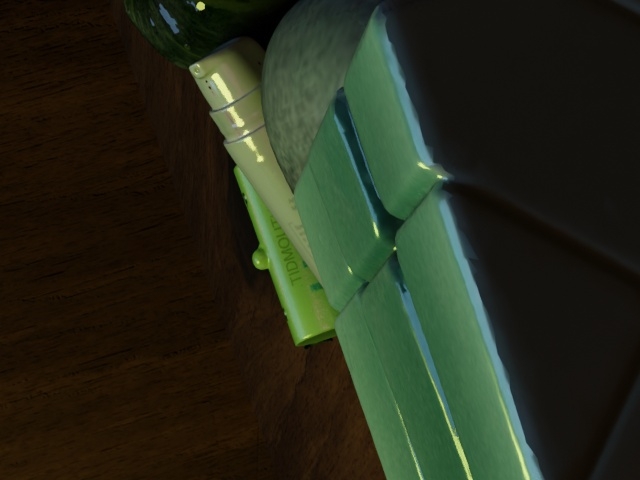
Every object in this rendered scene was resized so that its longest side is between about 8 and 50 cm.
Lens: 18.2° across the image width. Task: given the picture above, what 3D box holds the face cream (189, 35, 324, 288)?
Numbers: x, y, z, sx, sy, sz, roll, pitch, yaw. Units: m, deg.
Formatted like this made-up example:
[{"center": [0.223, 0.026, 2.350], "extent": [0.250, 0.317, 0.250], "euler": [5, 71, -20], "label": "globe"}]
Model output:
[{"center": [-0.011, -0.056, 2.036], "extent": [0.345, 0.102, 0.102], "euler": [57, 172, -13], "label": "face cream"}]

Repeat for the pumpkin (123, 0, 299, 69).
[{"center": [-0.105, -0.323, 2.101], "extent": [0.300, 0.207, 0.300], "euler": [176, 90, -71], "label": "pumpkin"}]

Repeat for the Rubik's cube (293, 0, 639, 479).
[{"center": [0.192, 0.036, 0.972], "extent": [0.316, 0.318, 0.322], "euler": [117, 135, -74], "label": "Rubik's cube"}]

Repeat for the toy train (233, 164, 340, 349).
[{"center": [0.000, 0.000, 2.172], "extent": [0.105, 0.157, 0.253], "euler": [122, 129, -75], "label": "toy train"}]

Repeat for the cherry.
[{"center": [0.073, -0.100, 1.577], "extent": [0.296, 0.218, 0.255], "euler": [-30, 74, 64], "label": "cherry"}]
